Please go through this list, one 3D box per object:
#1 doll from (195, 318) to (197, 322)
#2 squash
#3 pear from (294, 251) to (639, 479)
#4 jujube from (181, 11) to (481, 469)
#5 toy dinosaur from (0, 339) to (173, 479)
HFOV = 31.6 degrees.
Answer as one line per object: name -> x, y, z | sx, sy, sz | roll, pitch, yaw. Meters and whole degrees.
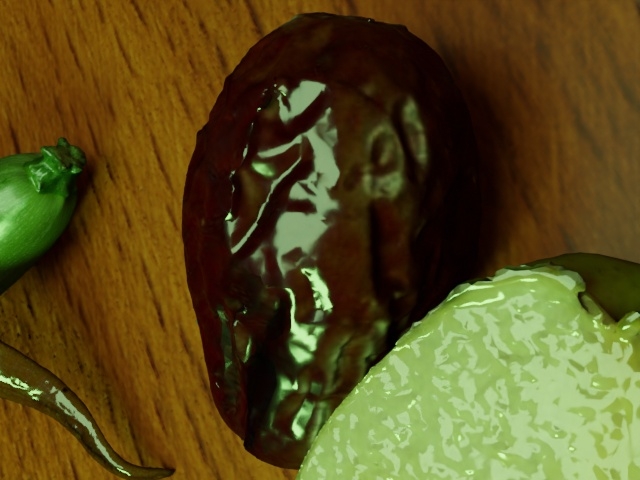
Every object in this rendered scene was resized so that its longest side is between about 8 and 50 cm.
doll -> -0.055, 0.068, 0.879 | 0.093, 0.051, 0.061 | 26, 106, 6
squash -> -0.346, 0.029, 1.061 | 0.395, 0.107, 0.107 | -39, 65, 31
pear -> 0.158, 0.207, 0.597 | 0.340, 0.191, 0.386 | 17, 98, 32
jujube -> 0.000, 0.000, 0.736 | 0.197, 0.197, 0.290 | 20, 109, 37
toy dinosaur -> -0.331, 0.078, 0.952 | 0.432, 0.097, 0.208 | 16, 128, 25
